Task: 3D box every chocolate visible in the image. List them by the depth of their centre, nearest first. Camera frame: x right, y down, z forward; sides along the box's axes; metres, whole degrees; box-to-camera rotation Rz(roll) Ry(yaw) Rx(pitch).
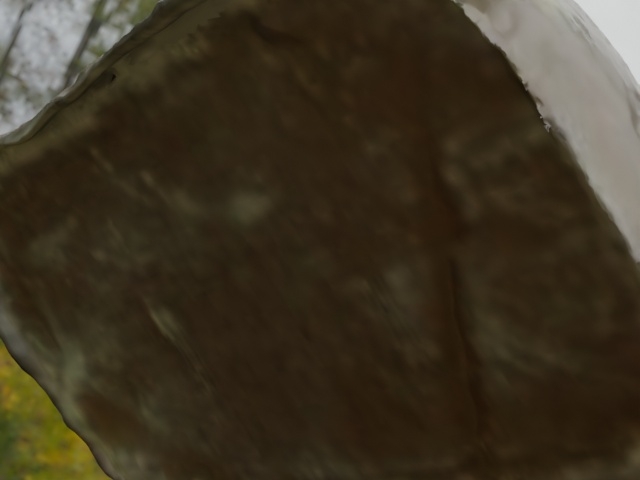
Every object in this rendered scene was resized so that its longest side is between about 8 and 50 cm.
[{"bbox_3d":[0.000,-0.002,0.435,0.254,0.080,0.157,-23,-75,50],"label":"chocolate"}]
